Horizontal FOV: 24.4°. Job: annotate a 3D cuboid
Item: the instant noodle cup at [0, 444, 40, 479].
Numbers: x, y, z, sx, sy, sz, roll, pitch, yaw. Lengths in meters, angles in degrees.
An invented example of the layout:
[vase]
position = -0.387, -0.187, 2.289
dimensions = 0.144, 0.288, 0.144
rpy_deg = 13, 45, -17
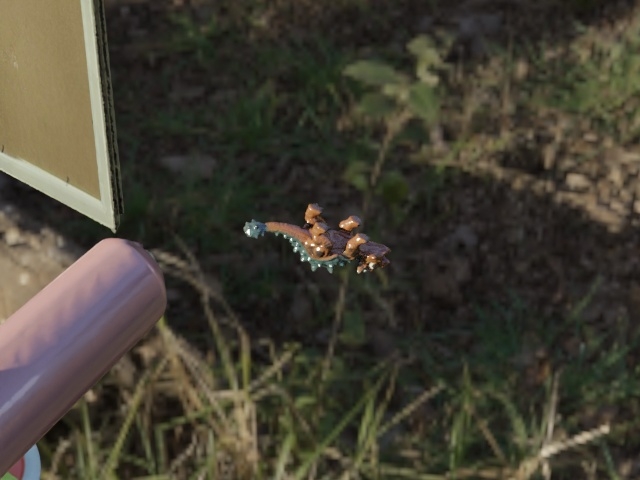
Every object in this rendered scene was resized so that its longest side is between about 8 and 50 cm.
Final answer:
[instant noodle cup]
position = -0.426, 0.274, 1.252
dimensions = 0.293, 0.308, 0.294
rpy_deg = 24, 30, -15

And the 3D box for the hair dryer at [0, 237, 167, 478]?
[hair dryer]
position = -0.173, 0.120, 0.692
dimensions = 0.125, 0.210, 0.352
rpy_deg = 19, 41, 25

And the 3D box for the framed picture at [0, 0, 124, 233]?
[framed picture]
position = -0.208, -0.173, 1.044
dimensions = 0.018, 0.293, 0.231
rpy_deg = -17, 26, -33

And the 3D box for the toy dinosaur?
[toy dinosaur]
position = 0.000, 0.000, 1.389
dimensions = 0.154, 0.055, 0.049
rpy_deg = 12, 34, -22
